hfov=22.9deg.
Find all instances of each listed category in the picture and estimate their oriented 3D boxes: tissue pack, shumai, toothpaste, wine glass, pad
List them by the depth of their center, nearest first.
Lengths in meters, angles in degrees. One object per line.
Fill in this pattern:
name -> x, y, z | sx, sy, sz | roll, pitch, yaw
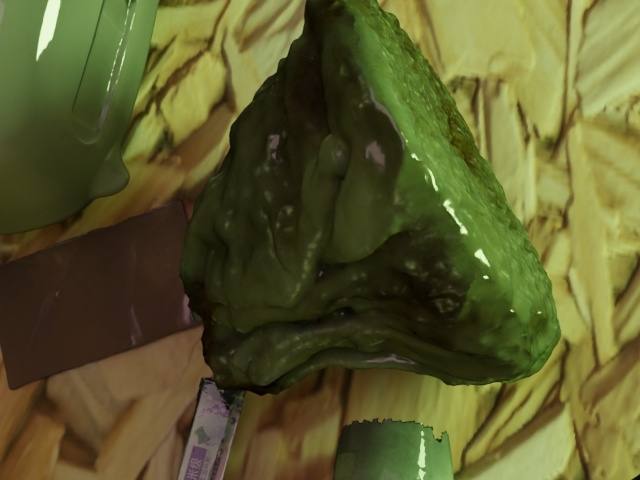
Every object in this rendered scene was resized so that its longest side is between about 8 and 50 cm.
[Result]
wine glass -> -0.014, 0.270, 1.101 | 0.096, 0.264, 0.310 | -15, 66, 47
shumai -> 0.000, 0.000, 1.163 | 0.263, 0.304, 0.309 | -30, 63, 15
toothpaste -> -0.099, 0.207, 1.244 | 0.040, 0.047, 0.196 | 13, 76, 2
tissue pack -> -0.262, -0.177, 1.298 | 0.236, 0.229, 0.333 | 7, 75, 18
pad -> -0.189, 0.046, 1.334 | 0.187, 0.006, 0.113 | -20, 71, 9

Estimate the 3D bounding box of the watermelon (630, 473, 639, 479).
watermelon -> 0.260, 0.251, 1.057 | 0.212, 0.212, 0.212 | -4, 73, 12
